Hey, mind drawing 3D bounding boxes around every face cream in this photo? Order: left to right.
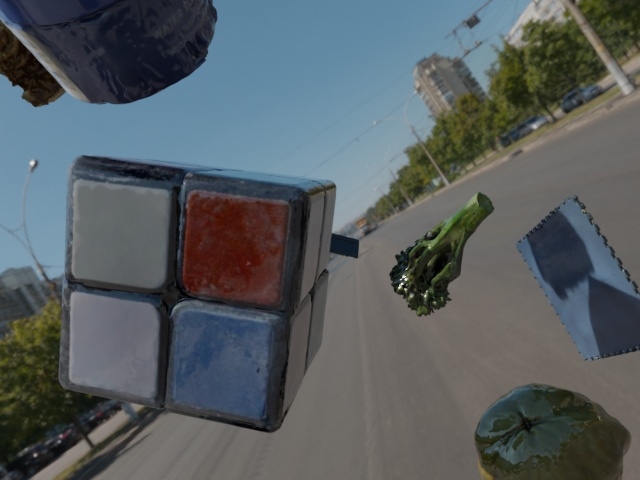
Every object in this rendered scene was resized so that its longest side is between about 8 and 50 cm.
[{"bbox_3d":[-0.276,-0.328,0.657,0.248,0.249,0.225,-33,-29,-5],"label":"face cream"}]

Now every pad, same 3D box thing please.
[{"bbox_3d":[0.458,0.078,0.929,0.012,0.269,0.270,-23,-15,-7],"label":"pad"}]

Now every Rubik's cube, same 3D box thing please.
[{"bbox_3d":[-0.155,0.048,0.786,0.315,0.314,0.318,8,9,7],"label":"Rubik's cube"}]

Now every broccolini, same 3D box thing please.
[{"bbox_3d":[0.118,0.013,0.561,0.068,0.091,0.203,-5,-32,-6],"label":"broccolini"}]

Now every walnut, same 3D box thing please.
[{"bbox_3d":[0.402,0.368,0.920,0.282,0.283,0.228,-34,40,20],"label":"walnut"}]

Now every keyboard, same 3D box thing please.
[{"bbox_3d":[0.000,0.000,1.282,0.018,0.195,0.060,111,171,-47],"label":"keyboard"}]

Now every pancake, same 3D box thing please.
[{"bbox_3d":[-0.507,-0.367,0.921,0.244,0.057,0.266,5,-59,-38],"label":"pancake"}]

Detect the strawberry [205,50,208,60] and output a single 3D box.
[{"bbox_3d":[-0.290,-0.393,0.935,0.085,0.140,0.192,-43,-22,-4],"label":"strawberry"}]
